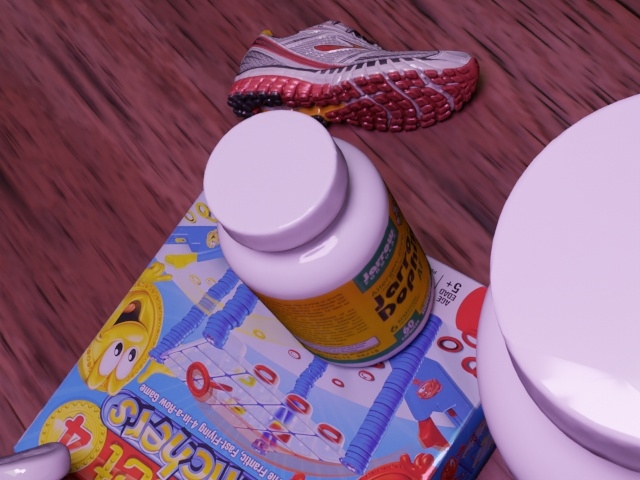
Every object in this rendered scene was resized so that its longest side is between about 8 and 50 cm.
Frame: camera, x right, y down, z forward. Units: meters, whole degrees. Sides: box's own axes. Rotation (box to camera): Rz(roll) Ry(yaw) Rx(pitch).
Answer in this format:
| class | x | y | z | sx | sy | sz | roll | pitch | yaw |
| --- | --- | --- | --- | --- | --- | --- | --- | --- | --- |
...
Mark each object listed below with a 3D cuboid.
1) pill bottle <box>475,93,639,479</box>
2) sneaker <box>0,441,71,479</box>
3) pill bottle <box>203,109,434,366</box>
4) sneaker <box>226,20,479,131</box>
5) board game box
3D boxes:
| class | x | y | z | sx | sy | sz | roll | pitch | yaw |
| --- | --- | --- | --- | --- | --- | --- | --- | --- | --- |
| pill bottle | 0.217 | 0.091 | 0.693 | 0.229 | 0.407 | 0.229 | -8 | 63 | 16 |
| sneaker | -0.257 | 0.244 | 0.915 | 0.296 | 0.105 | 0.146 | -28 | 75 | 44 |
| pill bottle | 0.000 | 0.000 | 0.830 | 0.118 | 0.208 | 0.117 | -8 | 62 | 16 |
| sneaker | 0.028 | -0.153 | 1.068 | 0.225 | 0.088 | 0.092 | 3 | 65 | 21 |
| board game box | -0.031 | 0.126 | 0.953 | 0.308 | 0.086 | 0.302 | 28 | 77 | 29 |
